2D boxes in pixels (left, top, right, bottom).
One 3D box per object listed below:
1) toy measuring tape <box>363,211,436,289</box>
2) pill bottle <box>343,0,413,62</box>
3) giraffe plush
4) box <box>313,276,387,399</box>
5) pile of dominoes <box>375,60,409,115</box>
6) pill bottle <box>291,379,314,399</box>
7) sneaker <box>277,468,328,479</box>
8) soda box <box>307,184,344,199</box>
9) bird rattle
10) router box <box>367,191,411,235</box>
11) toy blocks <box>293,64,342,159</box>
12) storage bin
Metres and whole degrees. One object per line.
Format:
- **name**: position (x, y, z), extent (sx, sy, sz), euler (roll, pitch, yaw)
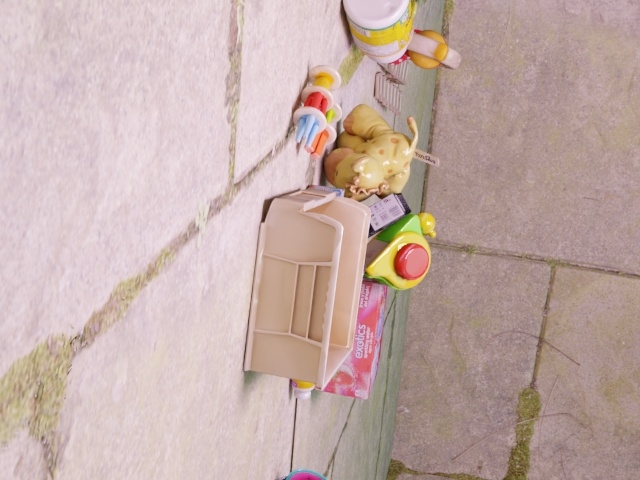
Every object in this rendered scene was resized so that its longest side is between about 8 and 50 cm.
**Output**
- **toy measuring tape**: position (0.105, 0.076, 1.934), extent (0.330, 0.121, 0.121), euler (-45, 157, -17)
- **pill bottle**: position (0.109, -0.400, 1.897), extent (0.208, 0.117, 0.118), euler (59, 41, -74)
- **giraffe plush**: position (0.080, -0.129, 1.893), extent (0.170, 0.210, 0.182), euler (-36, 123, -38)
- **box**: position (0.060, 0.169, 2.092), extent (0.128, 0.122, 0.257), euler (-58, 155, -67)
- **pile of dominoes**: position (0.155, -0.406, 2.435), extent (0.251, 0.040, 0.196), euler (11, 88, -72)
- **pill bottle**: position (-0.030, 0.242, 1.883), extent (0.043, 0.043, 0.083), euler (-59, 155, -65)
- **sneaker**: position (-0.032, 0.503, 1.907), extent (0.295, 0.123, 0.179), euler (12, 96, -79)
- **soda box**: position (0.000, 0.000, 1.789), extent (0.058, 0.062, 0.183), euler (-58, 155, -64)
- **bird rattle**: position (0.194, -0.398, 2.185), extent (0.143, 0.206, 0.253), euler (-63, 159, -1)
- **router box**: position (0.073, -0.023, 1.888), extent (0.046, 0.178, 0.133), euler (60, 10, 3)
- **toy blocks**: position (-0.008, -0.178, 1.622), extent (0.123, 0.054, 0.148), euler (86, 16, -49)
- **storage bin**: position (-0.013, 0.062, 1.607), extent (0.262, 0.123, 0.261), euler (-30, 128, -76)
